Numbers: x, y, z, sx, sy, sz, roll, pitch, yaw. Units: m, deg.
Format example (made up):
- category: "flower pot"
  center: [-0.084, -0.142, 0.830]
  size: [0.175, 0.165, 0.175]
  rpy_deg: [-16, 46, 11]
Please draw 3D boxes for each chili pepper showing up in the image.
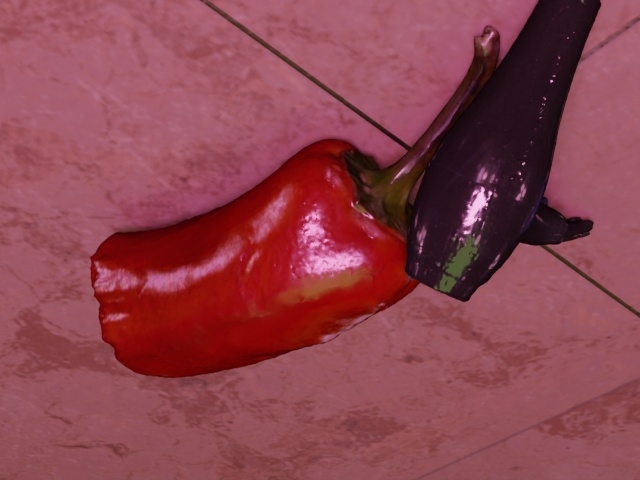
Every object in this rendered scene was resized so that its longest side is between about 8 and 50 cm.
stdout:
- category: "chili pepper"
  center: [0.003, 0.004, 0.678]
  size: [0.338, 0.131, 0.134]
  rpy_deg: [-23, 141, 25]

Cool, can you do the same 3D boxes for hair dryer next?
- category: "hair dryer"
  center: [0.147, -0.044, 0.642]
  size: [0.075, 0.196, 0.219]
  rpy_deg: [28, -176, 32]
